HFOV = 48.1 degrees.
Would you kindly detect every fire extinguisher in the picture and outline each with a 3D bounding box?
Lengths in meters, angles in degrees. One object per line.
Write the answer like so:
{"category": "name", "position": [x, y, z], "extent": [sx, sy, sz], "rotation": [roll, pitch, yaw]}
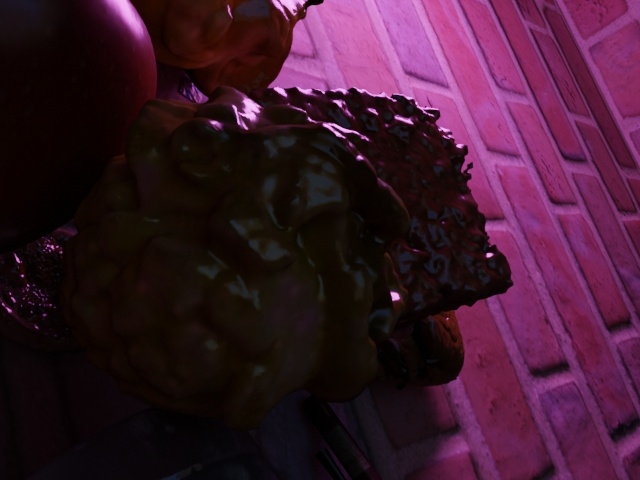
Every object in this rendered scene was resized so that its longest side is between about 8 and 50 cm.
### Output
{"category": "fire extinguisher", "position": [0.030, 0.259, 0.840], "extent": [0.049, 0.035, 0.173], "rotation": [-16, 57, -43]}

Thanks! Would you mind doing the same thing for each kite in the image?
{"category": "kite", "position": [-0.175, -0.193, 0.982], "extent": [0.044, 0.002, 0.078], "rotation": [14, 55, -42]}

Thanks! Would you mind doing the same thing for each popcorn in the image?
{"category": "popcorn", "position": [-0.052, 0.005, 0.512], "extent": [0.259, 0.212, 0.259], "rotation": [1, 33, -1]}
{"category": "popcorn", "position": [-0.162, -0.296, 0.876], "extent": [0.316, 0.281, 0.297], "rotation": [50, 5, -34]}

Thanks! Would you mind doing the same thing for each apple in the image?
{"category": "apple", "position": [-0.291, -0.148, 0.538], "extent": [0.349, 0.277, 0.348], "rotation": [52, 1, -2]}

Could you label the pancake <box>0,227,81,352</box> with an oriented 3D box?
{"category": "pancake", "position": [-0.266, 0.045, 0.700], "extent": [0.139, 0.022, 0.140], "rotation": [26, 48, -34]}

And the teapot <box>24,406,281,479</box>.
{"category": "teapot", "position": [-0.072, 0.318, 0.525], "extent": [0.312, 0.233, 0.315], "rotation": [49, -10, 25]}

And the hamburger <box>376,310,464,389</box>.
{"category": "hamburger", "position": [0.135, 0.115, 1.016], "extent": [0.206, 0.130, 0.183], "rotation": [4, 65, -49]}

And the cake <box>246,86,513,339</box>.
{"category": "cake", "position": [0.000, 0.000, 0.797], "extent": [0.282, 0.290, 0.256], "rotation": [-7, 71, -40]}
